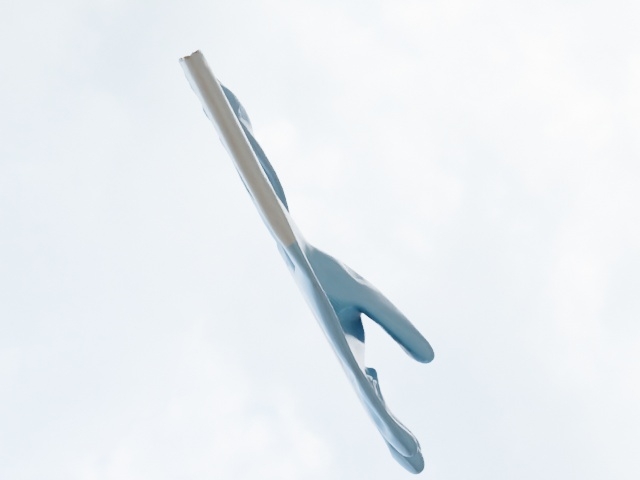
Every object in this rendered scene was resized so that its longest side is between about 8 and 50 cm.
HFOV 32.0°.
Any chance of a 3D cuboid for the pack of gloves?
[{"bbox_3d":[0.000,0.000,0.580,0.046,0.195,0.232,-28,-78,-2],"label":"pack of gloves"}]
